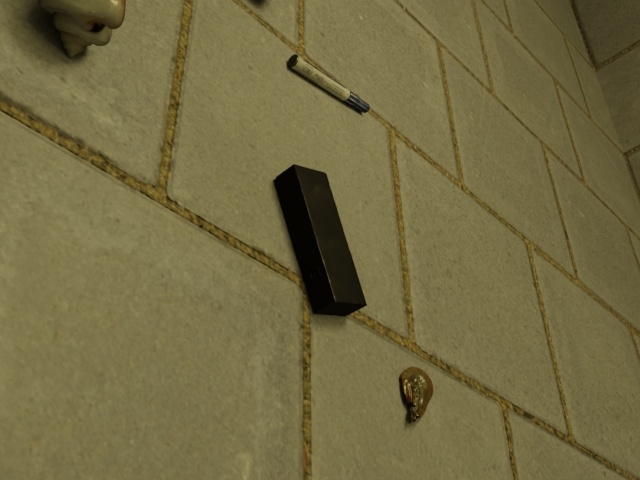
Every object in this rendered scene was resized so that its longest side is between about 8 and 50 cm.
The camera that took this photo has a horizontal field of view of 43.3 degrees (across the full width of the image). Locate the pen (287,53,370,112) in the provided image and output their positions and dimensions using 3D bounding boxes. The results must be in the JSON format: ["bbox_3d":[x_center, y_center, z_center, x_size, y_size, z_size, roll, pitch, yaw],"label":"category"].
[{"bbox_3d":[0.019,-0.278,1.443,0.204,0.025,0.025,24,46,-43],"label":"pen"}]

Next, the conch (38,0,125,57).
[{"bbox_3d":[-0.268,-0.303,0.961,0.094,0.176,0.104,32,0,-20],"label":"conch"}]

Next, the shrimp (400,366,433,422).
[{"bbox_3d":[0.137,0.226,1.196,0.059,0.023,0.108,46,33,-3],"label":"shrimp"}]

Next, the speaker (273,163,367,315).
[{"bbox_3d":[0.000,0.000,1.170,0.082,0.044,0.218,9,57,-51],"label":"speaker"}]
